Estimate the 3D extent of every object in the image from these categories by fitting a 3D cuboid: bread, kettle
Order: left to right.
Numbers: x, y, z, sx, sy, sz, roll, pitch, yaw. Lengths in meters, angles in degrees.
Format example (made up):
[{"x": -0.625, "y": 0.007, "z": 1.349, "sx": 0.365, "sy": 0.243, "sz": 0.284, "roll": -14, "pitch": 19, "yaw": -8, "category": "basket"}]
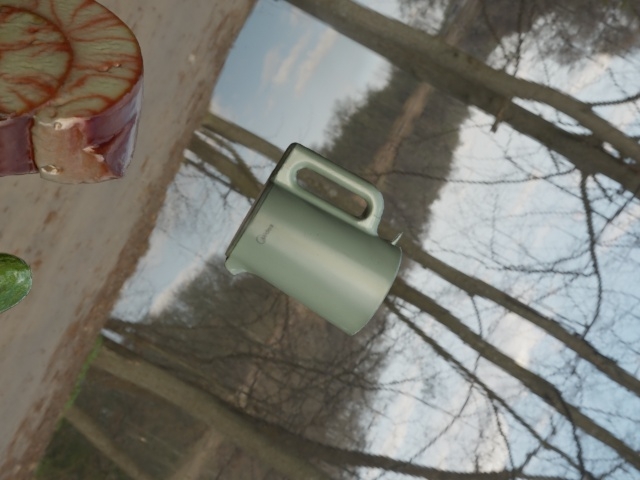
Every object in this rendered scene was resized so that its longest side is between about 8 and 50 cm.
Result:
[{"x": -0.378, "y": -0.195, "z": 0.892, "sx": 0.114, "sy": 0.328, "sz": 0.295, "roll": 113, "pitch": -32, "yaw": -45, "category": "bread"}, {"x": -0.002, "y": 0.004, "z": 0.721, "sx": 0.126, "sy": 0.148, "sz": 0.098, "roll": -53, "pitch": -171, "yaw": 37, "category": "kettle"}]

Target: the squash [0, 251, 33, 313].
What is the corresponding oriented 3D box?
[{"x": -0.391, "y": 0.069, "z": 0.719, "sx": 0.239, "sy": 0.069, "sz": 0.069, "roll": -25, "pitch": 155, "yaw": -34, "category": "squash"}]
